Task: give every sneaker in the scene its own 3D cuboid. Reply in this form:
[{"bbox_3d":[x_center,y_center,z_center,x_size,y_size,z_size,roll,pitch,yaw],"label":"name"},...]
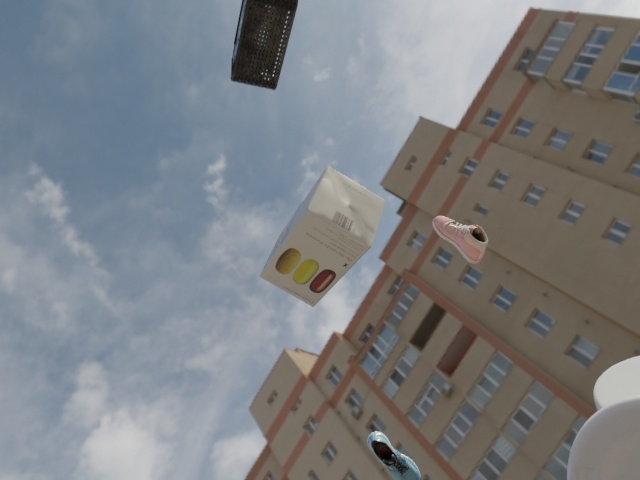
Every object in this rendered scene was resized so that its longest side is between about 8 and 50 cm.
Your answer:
[{"bbox_3d":[0.176,0.543,1.382,0.063,0.162,0.073,-49,-9,-1],"label":"sneaker"},{"bbox_3d":[0.293,-0.020,1.169,0.051,0.134,0.070,-24,-32,-29],"label":"sneaker"}]

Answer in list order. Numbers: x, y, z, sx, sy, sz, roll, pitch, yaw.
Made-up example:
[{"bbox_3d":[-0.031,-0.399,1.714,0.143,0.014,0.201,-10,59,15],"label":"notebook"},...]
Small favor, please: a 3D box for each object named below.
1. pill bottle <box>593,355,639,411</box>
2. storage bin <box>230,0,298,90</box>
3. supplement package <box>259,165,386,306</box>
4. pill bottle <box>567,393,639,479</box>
[{"bbox_3d":[0.538,0.362,0.826,0.204,0.204,0.361,-27,-76,-16],"label":"pill bottle"},{"bbox_3d":[-0.103,-0.375,1.002,0.084,0.122,0.180,9,-48,-16],"label":"storage bin"},{"bbox_3d":[0.000,0.000,1.117,0.139,0.134,0.244,30,-42,-8],"label":"supplement package"},{"bbox_3d":[0.245,0.154,0.373,0.193,0.108,0.108,16,-75,-50],"label":"pill bottle"}]
